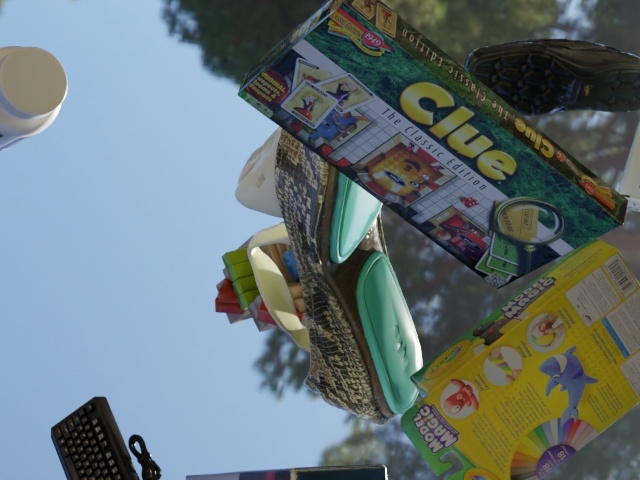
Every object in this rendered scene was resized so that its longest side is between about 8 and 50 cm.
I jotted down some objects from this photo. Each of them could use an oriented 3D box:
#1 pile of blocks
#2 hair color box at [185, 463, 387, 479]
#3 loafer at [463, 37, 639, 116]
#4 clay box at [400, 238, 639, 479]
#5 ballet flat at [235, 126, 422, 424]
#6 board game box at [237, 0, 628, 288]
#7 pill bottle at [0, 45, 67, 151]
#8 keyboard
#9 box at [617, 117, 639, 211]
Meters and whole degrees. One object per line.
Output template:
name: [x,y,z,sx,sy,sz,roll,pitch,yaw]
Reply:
pile of blocks: [-0.054,0.059,1.712,0.112,0.149,0.362,-15,-169,-34]
hair color box: [-0.044,0.327,1.326,0.105,0.347,0.174,2,-102,-22]
loafer: [0.245,-0.174,1.327,0.223,0.076,0.078,0,-151,-22]
clay box: [0.174,0.114,1.029,0.222,0.127,0.053,-36,-162,-3]
ballet flat: [0.000,0.000,1.355,0.182,0.483,0.164,11,-140,24]
board game box: [0.080,-0.066,0.903,0.260,0.136,0.030,35,-132,-18]
pill bottle: [-0.323,-0.148,1.306,0.094,0.094,0.169,-13,-179,-33]
keyboard: [-0.224,0.255,1.366,0.180,0.108,0.023,62,-169,25]
box: [0.432,-0.109,1.169,0.262,0.231,0.127,16,-179,12]
